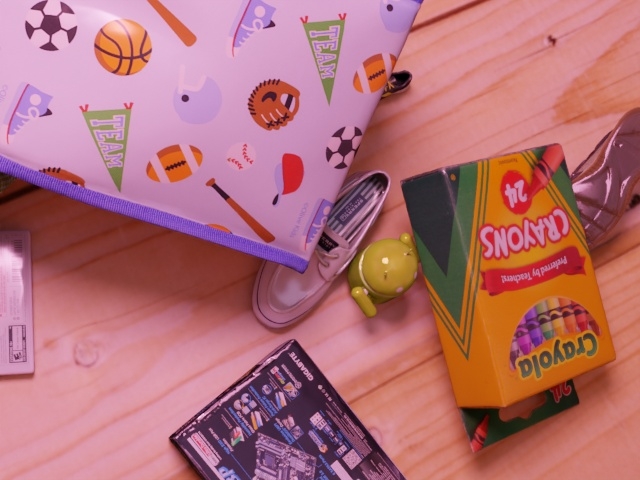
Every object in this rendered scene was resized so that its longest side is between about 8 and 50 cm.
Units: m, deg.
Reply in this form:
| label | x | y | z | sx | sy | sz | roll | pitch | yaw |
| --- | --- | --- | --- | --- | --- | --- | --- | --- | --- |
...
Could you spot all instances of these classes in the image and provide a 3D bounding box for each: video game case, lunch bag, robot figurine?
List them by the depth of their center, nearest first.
| label | x | y | z | sx | sy | sz | roll | pitch | yaw |
| --- | --- | --- | --- | --- | --- | --- | --- | --- | --- |
| lunch bag | -0.149 | -0.190 | 1.003 | 0.385 | 0.239 | 0.328 | 16 | 101 | -28 |
| video game case | -0.382 | 0.068 | 1.080 | 0.143 | 0.019 | 0.157 | -2 | 79 | -14 |
| robot figurine | 0.070 | 0.035 | 1.152 | 0.067 | 0.115 | 0.101 | 45 | 71 | -1 |

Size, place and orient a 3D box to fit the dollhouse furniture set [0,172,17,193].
| label | x | y | z | sx | sy | sz | roll | pitch | yaw |
| --- | --- | --- | --- | --- | --- | --- | --- | --- | --- |
| dollhouse furniture set | -0.433 | -0.156 | 0.993 | 0.301 | 0.151 | 0.198 | 22 | 29 | -3 |

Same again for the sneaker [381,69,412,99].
| label | x | y | z | sx | sy | sz | roll | pitch | yaw |
| --- | --- | --- | --- | --- | --- | --- | --- | --- | --- |
| sneaker | 0.077 | -0.191 | 1.245 | 0.083 | 0.035 | 0.031 | -29 | 85 | -18 |

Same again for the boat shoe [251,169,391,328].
| label | x | y | z | sx | sy | sz | roll | pitch | yaw |
| --- | --- | --- | --- | --- | --- | --- | --- | --- | --- |
| boat shoe | 0.000 | 0.000 | 1.163 | 0.083 | 0.076 | 0.226 | 36 | 72 | -4 |

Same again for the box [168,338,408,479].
| label | x | y | z | sx | sy | sz | roll | pitch | yaw |
| --- | --- | --- | --- | --- | --- | --- | --- | --- | --- |
| box | -0.031 | 0.247 | 1.113 | 0.175 | 0.051 | 0.220 | -39 | 90 | -19 |

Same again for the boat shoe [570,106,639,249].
| label | x | y | z | sx | sy | sz | roll | pitch | yaw |
| --- | --- | --- | --- | --- | --- | --- | --- | --- | --- |
| boat shoe | 0.352 | -0.065 | 1.269 | 0.080 | 0.073 | 0.224 | 35 | 90 | 9 |

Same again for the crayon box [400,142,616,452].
| label | x | y | z | sx | sy | sz | roll | pitch | yaw |
| --- | --- | --- | --- | --- | --- | --- | --- | --- | --- |
| crayon box | 0.225 | 0.061 | 1.158 | 0.202 | 0.081 | 0.319 | -15 | 90 | -37 |
